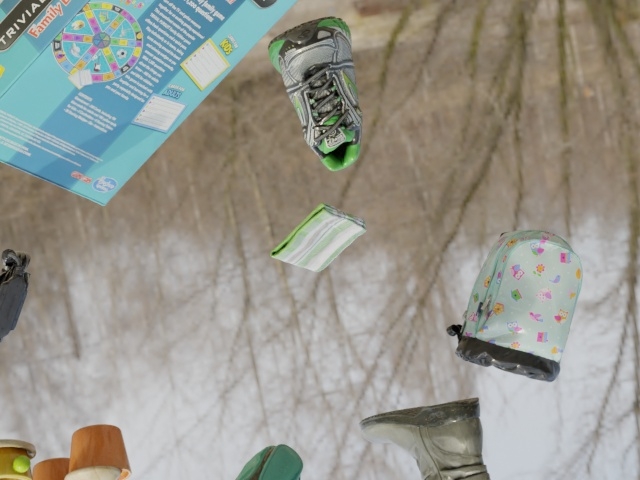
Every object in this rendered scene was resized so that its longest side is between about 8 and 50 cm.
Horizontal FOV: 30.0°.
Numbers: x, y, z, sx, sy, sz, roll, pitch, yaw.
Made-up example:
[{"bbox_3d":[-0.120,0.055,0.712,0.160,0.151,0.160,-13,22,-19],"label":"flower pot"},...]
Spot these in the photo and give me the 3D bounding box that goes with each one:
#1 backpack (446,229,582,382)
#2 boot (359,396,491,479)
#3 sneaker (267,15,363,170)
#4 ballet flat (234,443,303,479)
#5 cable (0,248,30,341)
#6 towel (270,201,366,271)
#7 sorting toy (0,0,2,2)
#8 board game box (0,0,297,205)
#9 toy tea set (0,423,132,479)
[{"bbox_3d":[0.258,0.077,1.494,0.151,0.182,0.115,16,180,-12],"label":"backpack"},{"bbox_3d":[0.146,0.313,1.669,0.083,0.161,0.246,-4,171,-35],"label":"boot"},{"bbox_3d":[0.014,-0.235,1.924,0.134,0.146,0.343,-21,153,4],"label":"sneaker"},{"bbox_3d":[-0.087,0.331,1.452,0.087,0.083,0.247,-50,177,21],"label":"ballet flat"},{"bbox_3d":[-0.376,0.097,1.358,0.047,0.185,0.150,18,175,-19],"label":"cable"},{"bbox_3d":[0.000,0.000,1.756,0.113,0.023,0.152,-45,157,12],"label":"towel"},{"bbox_3d":[-0.322,-0.296,1.447,0.229,0.307,0.041,-30,-143,27],"label":"sorting toy"},{"bbox_3d":[-0.191,-0.205,1.190,0.336,0.079,0.254,-46,156,7],"label":"board game box"},{"bbox_3d":[-0.364,0.330,1.461,0.200,0.124,0.336,10,148,-35],"label":"toy tea set"}]
